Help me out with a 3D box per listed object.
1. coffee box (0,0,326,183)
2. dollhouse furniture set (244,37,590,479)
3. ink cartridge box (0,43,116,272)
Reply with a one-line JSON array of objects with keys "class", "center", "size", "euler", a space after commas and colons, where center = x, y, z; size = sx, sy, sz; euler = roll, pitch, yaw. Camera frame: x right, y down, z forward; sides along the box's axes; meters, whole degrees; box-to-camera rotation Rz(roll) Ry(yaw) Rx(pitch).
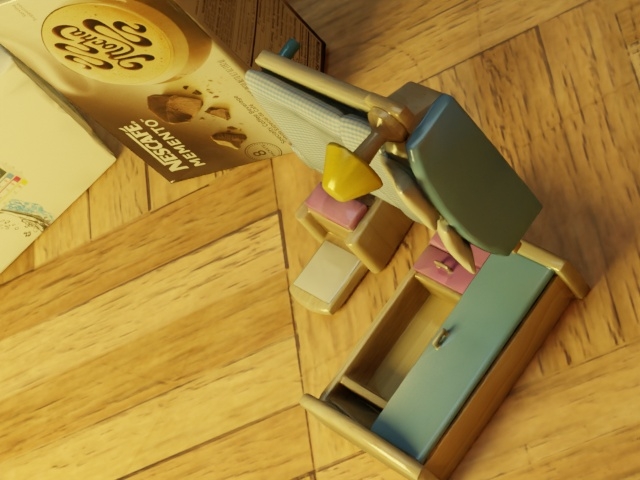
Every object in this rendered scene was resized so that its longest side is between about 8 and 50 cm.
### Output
[{"class": "coffee box", "center": [-0.139, -0.181, 1.475], "size": [0.168, 0.297, 0.119], "euler": [-13, 57, 27]}, {"class": "dollhouse furniture set", "center": [0.000, 0.000, 1.249], "size": [0.286, 0.303, 0.198], "euler": [28, 77, 43]}, {"class": "ink cartridge box", "center": [-0.355, -0.083, 1.647], "size": [0.232, 0.168, 0.171], "euler": [-45, 45, -1]}]
